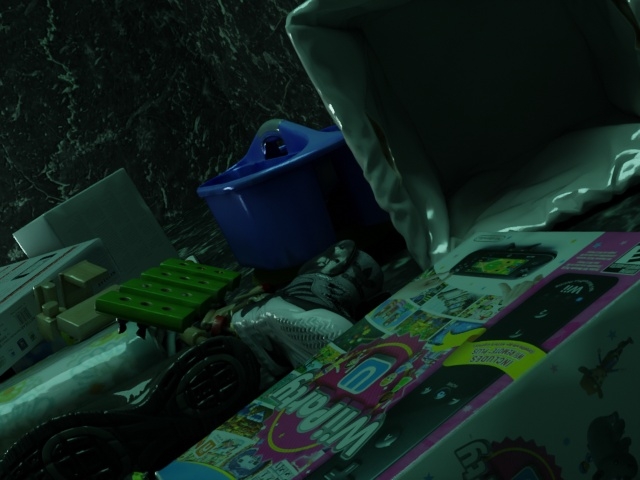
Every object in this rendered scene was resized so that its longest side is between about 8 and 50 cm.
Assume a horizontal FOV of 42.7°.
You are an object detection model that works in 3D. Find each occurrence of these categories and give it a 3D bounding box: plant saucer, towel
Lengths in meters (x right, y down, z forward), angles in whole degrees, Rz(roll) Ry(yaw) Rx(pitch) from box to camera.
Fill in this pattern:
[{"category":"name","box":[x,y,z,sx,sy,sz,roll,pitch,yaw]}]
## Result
[{"category":"plant saucer","box":[0.000,0.000,1.239,0.241,0.037,0.241,-24,10,4]},{"category":"towel","box":[-0.358,0.204,1.145,0.321,0.090,0.374,-30,4,-7]}]

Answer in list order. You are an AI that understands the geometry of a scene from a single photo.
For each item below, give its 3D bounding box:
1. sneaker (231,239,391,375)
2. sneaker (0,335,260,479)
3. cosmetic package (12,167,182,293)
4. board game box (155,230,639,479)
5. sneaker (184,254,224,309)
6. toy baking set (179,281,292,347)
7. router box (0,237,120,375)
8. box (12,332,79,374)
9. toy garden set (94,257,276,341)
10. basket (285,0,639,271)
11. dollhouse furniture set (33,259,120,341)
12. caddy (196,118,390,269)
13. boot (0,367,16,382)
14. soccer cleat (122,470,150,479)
[{"category":"sneaker","box":[0.012,0.065,0.820,0.153,0.101,0.269,-38,10,-20]},{"category":"sneaker","box":[-0.199,0.197,0.857,0.286,0.109,0.130,-25,2,-19]},{"category":"cosmetic package","box":[-0.459,0.027,1.773,0.097,0.284,0.377,-29,11,19]},{"category":"board game box","box":[0.067,0.112,0.497,0.303,0.097,0.224,-35,12,-17]},{"category":"sneaker","box":[-0.238,0.101,1.403,0.121,0.099,0.262,-39,4,-3]},{"category":"toy baking set","box":[-0.113,0.099,1.194,0.197,0.030,0.256,-34,11,-13]},{"category":"router box","box":[-0.565,0.133,1.432,0.301,0.082,0.335,-14,21,33]},{"category":"box","box":[-0.424,0.198,1.378,0.178,0.109,0.042,-39,17,-34]},{"category":"toy garden set","box":[-0.143,0.089,1.046,0.204,0.049,0.244,12,12,9]},{"category":"basket","box":[0.189,-0.186,0.907,0.331,0.328,0.266,-29,7,14]},{"category":"dollhouse furniture set","box":[-0.363,0.131,1.274,0.151,0.123,0.144,17,32,31]},{"category":"caddy","box":[-0.035,-0.087,1.150,0.241,0.179,0.341,-28,12,-20]},{"category":"boot","box":[-0.589,0.277,1.406,0.378,0.138,0.284,-24,15,5]},{"category":"soccer cleat","box":[-0.150,0.234,0.628,0.072,0.060,0.179,-34,14,-5]}]
